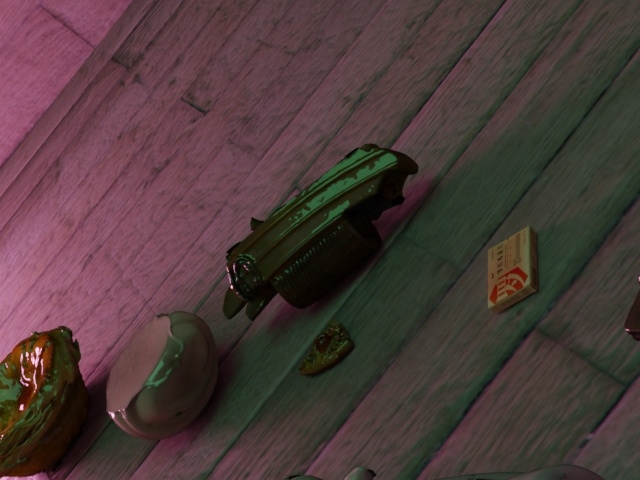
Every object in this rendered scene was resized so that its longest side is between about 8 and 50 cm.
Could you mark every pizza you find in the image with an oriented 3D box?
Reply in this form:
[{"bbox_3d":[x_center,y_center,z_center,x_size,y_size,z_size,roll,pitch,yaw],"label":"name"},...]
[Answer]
[{"bbox_3d":[0.004,0.123,1.690,0.083,0.025,0.078,-36,32,30],"label":"pizza"}]

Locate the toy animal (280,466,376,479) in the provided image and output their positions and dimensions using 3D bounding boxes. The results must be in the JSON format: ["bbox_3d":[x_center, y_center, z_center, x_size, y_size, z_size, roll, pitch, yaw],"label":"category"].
[{"bbox_3d":[0.009,0.274,1.439,0.071,0.085,0.124,-45,26,-27],"label":"toy animal"}]

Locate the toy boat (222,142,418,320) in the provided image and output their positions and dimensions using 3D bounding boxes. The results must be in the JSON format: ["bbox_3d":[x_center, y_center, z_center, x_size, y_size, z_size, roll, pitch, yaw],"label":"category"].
[{"bbox_3d":[0.000,0.000,1.765,0.310,0.089,0.115,-37,70,18],"label":"toy boat"}]

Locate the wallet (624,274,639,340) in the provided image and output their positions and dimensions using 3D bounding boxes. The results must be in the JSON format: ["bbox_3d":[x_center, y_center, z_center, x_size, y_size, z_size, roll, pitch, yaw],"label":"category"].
[{"bbox_3d":[0.342,0.027,1.255,0.118,0.039,0.152,-6,47,53],"label":"wallet"}]

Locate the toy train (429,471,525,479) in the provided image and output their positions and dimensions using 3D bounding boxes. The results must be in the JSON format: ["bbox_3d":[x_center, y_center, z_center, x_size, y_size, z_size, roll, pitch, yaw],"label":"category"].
[{"bbox_3d":[0.158,0.234,1.266,0.252,0.055,0.048,-8,50,54],"label":"toy train"}]

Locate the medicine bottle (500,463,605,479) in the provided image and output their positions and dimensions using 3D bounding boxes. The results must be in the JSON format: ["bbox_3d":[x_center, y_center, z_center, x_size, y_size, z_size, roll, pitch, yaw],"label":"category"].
[{"bbox_3d":[0.113,0.295,1.131,0.293,0.170,0.170,-29,34,40],"label":"medicine bottle"}]

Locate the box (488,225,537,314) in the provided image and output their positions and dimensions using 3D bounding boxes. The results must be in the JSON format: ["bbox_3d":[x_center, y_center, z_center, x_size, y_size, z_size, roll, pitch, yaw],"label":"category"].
[{"bbox_3d":[0.205,0.031,1.495,0.058,0.015,0.093,-32,31,31],"label":"box"}]

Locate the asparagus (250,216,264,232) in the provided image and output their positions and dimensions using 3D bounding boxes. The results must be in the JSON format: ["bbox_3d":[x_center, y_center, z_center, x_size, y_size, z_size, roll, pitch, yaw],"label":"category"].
[{"bbox_3d":[-0.043,-0.006,1.922,0.027,0.034,0.236,-49,27,-15],"label":"asparagus"}]

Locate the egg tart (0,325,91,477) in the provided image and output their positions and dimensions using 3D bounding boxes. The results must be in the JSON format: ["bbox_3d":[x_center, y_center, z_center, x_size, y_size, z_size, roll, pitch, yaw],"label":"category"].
[{"bbox_3d":[-0.440,0.266,2.123,0.295,0.116,0.294,-39,30,28],"label":"egg tart"}]

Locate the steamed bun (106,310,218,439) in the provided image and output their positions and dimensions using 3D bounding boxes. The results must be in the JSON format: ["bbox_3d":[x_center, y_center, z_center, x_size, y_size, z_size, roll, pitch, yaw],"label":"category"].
[{"bbox_3d":[-0.203,0.184,1.858,0.183,0.106,0.183,-42,25,25],"label":"steamed bun"}]
